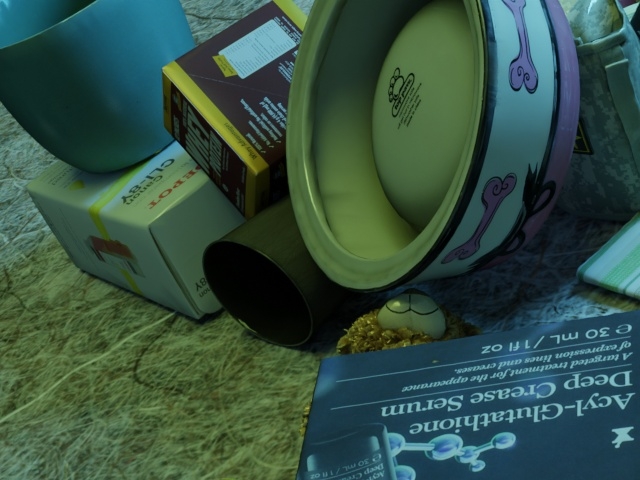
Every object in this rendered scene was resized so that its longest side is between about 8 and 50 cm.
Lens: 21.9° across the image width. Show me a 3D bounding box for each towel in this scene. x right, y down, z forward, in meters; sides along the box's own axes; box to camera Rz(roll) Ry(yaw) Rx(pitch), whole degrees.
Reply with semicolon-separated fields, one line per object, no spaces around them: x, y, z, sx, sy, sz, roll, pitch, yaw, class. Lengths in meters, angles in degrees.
0.356;0.024;1.747;0.113;0.023;0.152;-41;31;-18;towel

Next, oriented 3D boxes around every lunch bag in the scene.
0.301;-0.168;1.889;0.169;0.235;0.287;-24;27;-1;lunch bag

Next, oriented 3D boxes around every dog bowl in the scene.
0.121;-0.140;1.793;0.150;0.408;0.408;5;12;-29;dog bowl

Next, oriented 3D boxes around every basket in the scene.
0.000;0.000;1.990;0.227;0.154;0.204;-40;20;-28;basket

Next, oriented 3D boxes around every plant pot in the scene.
-0.296;-0.234;2.217;0.293;0.235;0.293;-23;27;12;plant pot

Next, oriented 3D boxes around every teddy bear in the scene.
0.096;0.158;1.663;0.245;0.113;0.338;-11;32;28;teddy bear

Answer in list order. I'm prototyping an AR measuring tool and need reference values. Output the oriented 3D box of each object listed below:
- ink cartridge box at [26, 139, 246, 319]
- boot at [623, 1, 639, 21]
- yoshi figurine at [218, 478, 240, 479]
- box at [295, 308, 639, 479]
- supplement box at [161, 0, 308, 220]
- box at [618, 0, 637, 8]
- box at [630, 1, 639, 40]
-0.187;-0.068;2.263;0.279;0.160;0.384;-40;29;-21;ink cartridge box
0.462;-0.263;2.076;0.213;0.077;0.165;-22;27;23;boot
-0.069;0.364;1.383;0.203;0.203;0.362;-9;36;22;yoshi figurine
0.138;0.266;1.284;0.293;0.212;0.395;-10;32;15;box
-0.064;-0.161;2.042;0.194;0.129;0.191;-35;69;-20;supplement box
0.309;-0.365;2.222;0.148;0.232;0.127;-9;32;35;box
0.507;-0.338;1.931;0.307;0.076;0.242;-36;-17;-19;box
